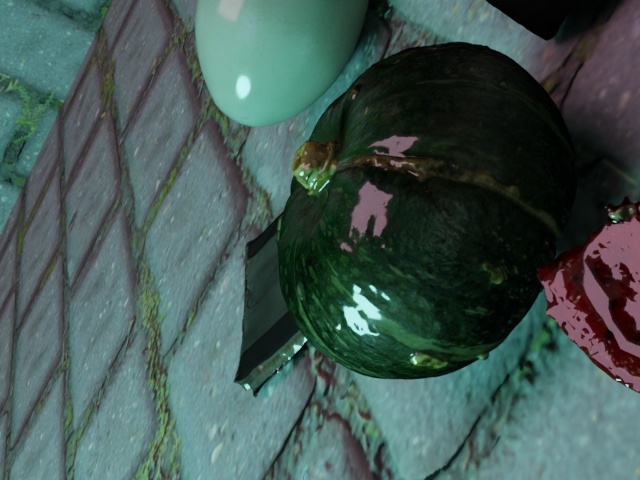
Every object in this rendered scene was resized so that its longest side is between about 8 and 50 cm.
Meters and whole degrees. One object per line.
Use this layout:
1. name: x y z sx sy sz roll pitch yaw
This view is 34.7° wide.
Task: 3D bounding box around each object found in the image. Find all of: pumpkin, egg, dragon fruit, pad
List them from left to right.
1. egg: -0.037 -0.203 0.919 0.151 0.151 0.209 13 82 66
2. pad: 0.001 0.000 0.820 0.233 0.022 0.174 -47 29 35
3. pumpkin: 0.054 -0.016 0.559 0.190 0.146 0.190 -49 7 8
4. dragon fruit: 0.173 0.020 0.368 0.162 0.083 0.106 -34 55 24

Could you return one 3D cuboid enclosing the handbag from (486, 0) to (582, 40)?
1. handbag: 0.175 -0.270 0.616 0.223 0.080 0.247 -42 34 44
